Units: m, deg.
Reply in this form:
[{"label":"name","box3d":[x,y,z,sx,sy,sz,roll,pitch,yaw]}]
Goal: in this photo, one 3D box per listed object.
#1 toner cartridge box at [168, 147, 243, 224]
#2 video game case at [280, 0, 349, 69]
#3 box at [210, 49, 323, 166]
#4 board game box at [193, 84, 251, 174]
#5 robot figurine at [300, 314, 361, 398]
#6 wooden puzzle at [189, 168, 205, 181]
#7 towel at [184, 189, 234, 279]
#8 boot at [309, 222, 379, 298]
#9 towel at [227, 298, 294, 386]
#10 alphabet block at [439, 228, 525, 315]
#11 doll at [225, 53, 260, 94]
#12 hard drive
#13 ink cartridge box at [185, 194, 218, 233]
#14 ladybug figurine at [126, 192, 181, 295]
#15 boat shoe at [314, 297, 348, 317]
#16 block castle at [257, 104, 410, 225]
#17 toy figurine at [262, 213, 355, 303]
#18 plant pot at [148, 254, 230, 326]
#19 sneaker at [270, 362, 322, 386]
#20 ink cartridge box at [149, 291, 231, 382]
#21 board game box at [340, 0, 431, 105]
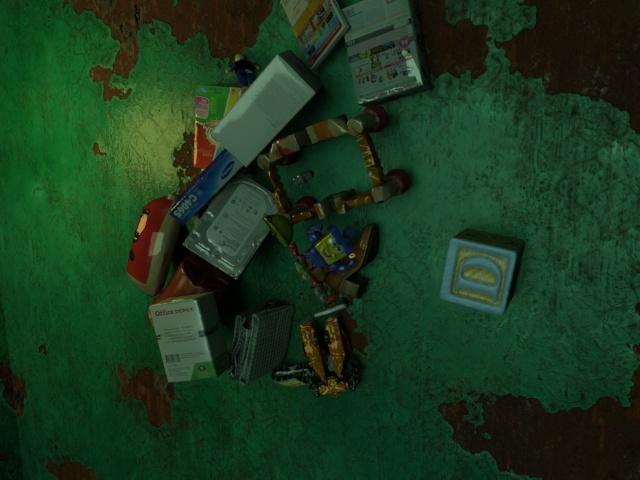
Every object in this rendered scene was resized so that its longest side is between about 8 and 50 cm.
[{"label":"toner cartridge box","box3d":[-0.404,-0.218,1.796,0.075,0.165,0.348,41,116,-20]},{"label":"video game case","box3d":[-0.026,-0.743,1.614,0.204,0.025,0.285,-37,72,48]},{"label":"box","box3d":[-0.176,-0.445,1.653,0.168,0.215,0.345,43,113,-12]},{"label":"board game box","box3d":[-0.371,-0.426,1.887,0.242,0.064,0.317,12,104,26]},{"label":"robot figurine","box3d":[0.031,0.430,1.792,0.211,0.085,0.291,-12,92,11]},{"label":"wooden puzzle","box3d":[-0.468,-0.259,1.978,0.116,0.079,0.014,8,147,32]},{"label":"towel","box3d":[-0.408,-0.046,1.990,0.312,0.056,0.324,27,112,25]},{"label":"boot","box3d":[0.078,0.044,1.719,0.220,0.109,0.284,24,116,27]},{"label":"towel","box3d":[-0.232,0.373,1.856,0.121,0.235,0.284,19,107,30]},{"label":"alphabet block","box3d":[0.477,0.085,1.445,0.192,0.197,0.194,15,106,24]},{"label":"doll","box3d":[-0.279,-0.610,1.782,0.046,0.129,0.189,108,149,-57]},{"label":"hard drive","box3d":[-0.304,-0.057,1.783,0.236,0.064,0.339,34,80,0]},{"label":"ink cartridge box","box3d":[-0.411,-0.068,1.903,0.208,0.087,0.153,-31,83,31]},{"label":"ladybug figurine","box3d":[-0.669,0.010,1.987,0.161,0.305,0.450,16,105,-15]},{"label":"boat shoe","box3d":[0.037,0.247,1.799,0.142,0.049,0.040,-24,68,28]},{"label":"block castle","box3d":[0.039,-0.238,1.624,0.453,0.213,0.303,-13,104,36]},{"label":"toy figurine","box3d":[0.000,0.000,1.602,0.217,0.191,0.363,-35,105,4]},{"label":"plant pot","box3d":[-0.501,0.217,1.940,0.272,0.272,0.265,42,118,16]},{"label":"sneaker","box3d":[-0.080,0.526,1.896,0.208,0.094,0.082,-1,55,14]},{"label":"ink cartridge box","box3d":[-0.463,0.343,1.760,0.211,0.121,0.289,-10,96,20]},{"label":"board game box","box3d":[0.204,-0.597,1.533,0.224,0.097,0.304,-8,93,30]}]
